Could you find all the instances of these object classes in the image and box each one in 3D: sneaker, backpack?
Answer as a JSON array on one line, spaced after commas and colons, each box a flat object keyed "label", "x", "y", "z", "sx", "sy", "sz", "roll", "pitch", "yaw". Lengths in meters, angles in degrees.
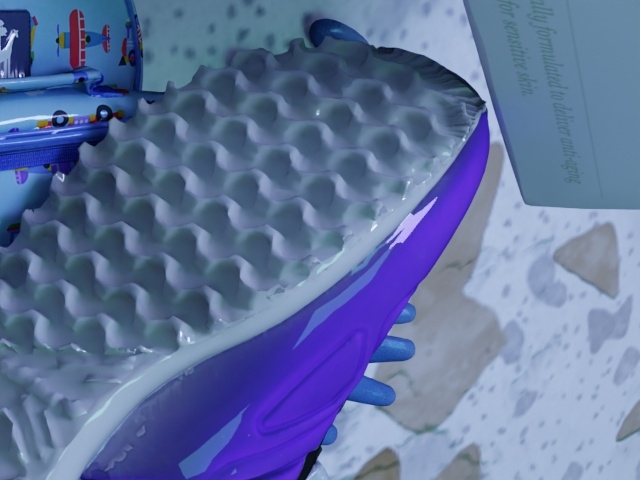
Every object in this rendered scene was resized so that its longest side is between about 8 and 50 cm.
[{"label": "sneaker", "x": -0.051, "y": 0.066, "z": 0.481, "sx": 0.293, "sy": 0.102, "sz": 0.146, "roll": -45, "pitch": 141, "yaw": -12}, {"label": "backpack", "x": -0.125, "y": -0.048, "z": 0.503, "sx": 0.158, "sy": 0.117, "sz": 0.173, "roll": -5, "pitch": 113, "yaw": -40}]

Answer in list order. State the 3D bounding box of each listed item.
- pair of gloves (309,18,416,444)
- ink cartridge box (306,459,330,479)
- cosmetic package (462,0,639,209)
[{"label": "pair of gloves", "x": 0.000, "y": 0.000, "z": 0.692, "sx": 0.159, "sy": 0.023, "sz": 0.198, "roll": 9, "pitch": 97, "yaw": -47}, {"label": "ink cartridge box", "x": -0.074, "y": 0.263, "z": 0.748, "sx": 0.275, "sy": 0.060, "sz": 0.239, "roll": -41, "pitch": 132, "yaw": -19}, {"label": "cosmetic package", "x": 0.144, "y": -0.209, "z": 0.494, "sx": 0.197, "sy": 0.155, "sz": 0.365, "roll": 60, "pitch": 36, "yaw": -62}]
